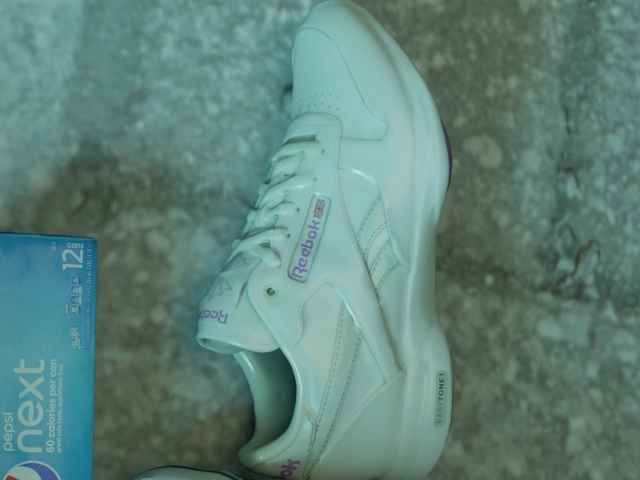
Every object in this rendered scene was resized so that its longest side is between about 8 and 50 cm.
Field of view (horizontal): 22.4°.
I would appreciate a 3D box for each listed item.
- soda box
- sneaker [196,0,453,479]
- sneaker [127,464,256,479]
[{"bbox_3d":[-0.170,0.103,0.907,0.071,0.067,0.210,4,79,-24],"label":"soda box"},{"bbox_3d":[0.000,0.000,0.976,0.152,0.114,0.305,-1,82,-26],"label":"sneaker"},{"bbox_3d":[0.023,0.225,0.955,0.321,0.127,0.126,29,105,5],"label":"sneaker"}]
